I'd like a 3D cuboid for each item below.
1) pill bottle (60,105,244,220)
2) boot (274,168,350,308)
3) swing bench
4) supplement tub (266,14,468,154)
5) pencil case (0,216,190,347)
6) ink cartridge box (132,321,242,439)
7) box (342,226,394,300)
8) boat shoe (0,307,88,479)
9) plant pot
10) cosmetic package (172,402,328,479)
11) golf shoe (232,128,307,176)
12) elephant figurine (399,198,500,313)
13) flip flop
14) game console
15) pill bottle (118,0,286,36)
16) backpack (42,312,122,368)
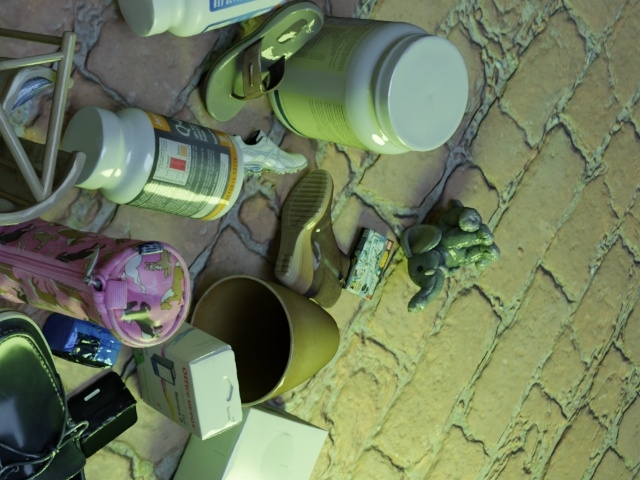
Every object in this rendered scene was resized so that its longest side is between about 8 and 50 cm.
[{"bbox_3d":[-0.278,-0.131,1.790,0.278,0.162,0.162,12,94,-43],"label":"pill bottle"},{"bbox_3d":[0.000,0.000,2.146,0.207,0.090,0.248,31,76,-56],"label":"boot"},{"bbox_3d":[-0.467,-0.174,1.549,0.165,0.253,0.254,-18,114,-37],"label":"swing bench"},{"bbox_3d":[0.082,-0.283,1.951,0.235,0.325,0.235,-13,111,-38],"label":"supplement tub"},{"bbox_3d":[-0.372,0.048,1.613,0.160,0.386,0.167,-43,129,-34],"label":"pencil case"},{"bbox_3d":[-0.238,0.236,1.894,0.093,0.212,0.154,-22,116,-35],"label":"ink cartridge box"},{"bbox_3d":[0.097,0.049,2.254,0.094,0.027,0.137,27,84,-49],"label":"box"},{"bbox_3d":[-0.465,0.340,1.741,0.187,0.156,0.500,-25,121,-42],"label":"boat shoe"},{"bbox_3d":[-0.080,0.185,2.036,0.254,0.237,0.237,4,99,-58],"label":"plant pot"},{"bbox_3d":[-0.140,0.432,2.087,0.224,0.138,0.224,27,83,-43],"label":"cosmetic package"},{"bbox_3d":[-0.096,-0.165,2.008,0.176,0.069,0.086,-7,101,-41],"label":"golf shoe"},{"bbox_3d":[0.249,0.032,2.315,0.239,0.186,0.169,-31,87,-2],"label":"elephant figurine"},{"bbox_3d":[-0.098,-0.306,1.885,0.277,0.080,0.112,-39,146,17],"label":"flip flop"},{"bbox_3d":[-0.394,0.311,1.916,0.122,0.071,0.107,-36,93,-30],"label":"game console"},{"bbox_3d":[-0.194,-0.427,1.786,0.272,0.152,0.152,-24,117,-34],"label":"pill bottle"},{"bbox_3d":[-0.393,0.163,1.817,0.120,0.098,0.101,30,78,-41],"label":"backpack"}]
